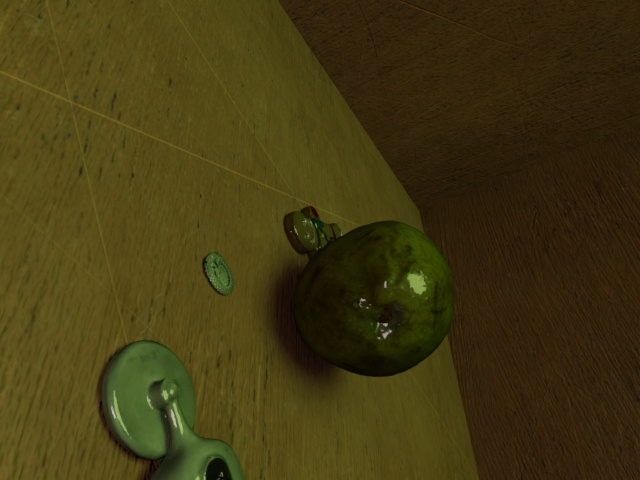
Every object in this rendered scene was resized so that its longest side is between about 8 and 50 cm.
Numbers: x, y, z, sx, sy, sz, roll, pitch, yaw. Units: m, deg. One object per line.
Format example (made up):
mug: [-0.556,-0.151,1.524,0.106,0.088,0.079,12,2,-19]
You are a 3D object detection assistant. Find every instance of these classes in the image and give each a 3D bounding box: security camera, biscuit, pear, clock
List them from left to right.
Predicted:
security camera: [-0.179,0.268,0.668,0.157,0.080,0.302,-5,71,-67]
clock: [-0.182,0.061,0.936,0.083,0.010,0.074,63,22,-13]
biscuit: [0.000,0.000,1.372,0.301,0.049,0.197,28,42,-57]
pear: [0.120,0.128,1.117,0.413,0.351,0.352,-68,135,-87]
